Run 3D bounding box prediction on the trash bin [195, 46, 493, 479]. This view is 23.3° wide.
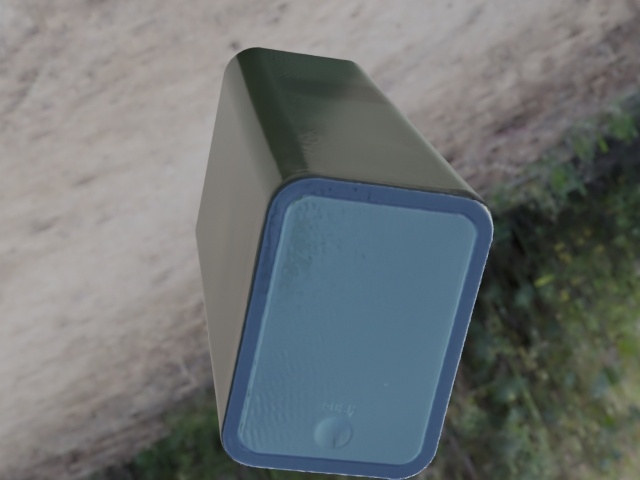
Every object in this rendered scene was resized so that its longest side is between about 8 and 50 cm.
[{"bbox_3d":[0.000,0.000,1.207,0.158,0.223,0.343,7,-159,-12],"label":"trash bin"}]
